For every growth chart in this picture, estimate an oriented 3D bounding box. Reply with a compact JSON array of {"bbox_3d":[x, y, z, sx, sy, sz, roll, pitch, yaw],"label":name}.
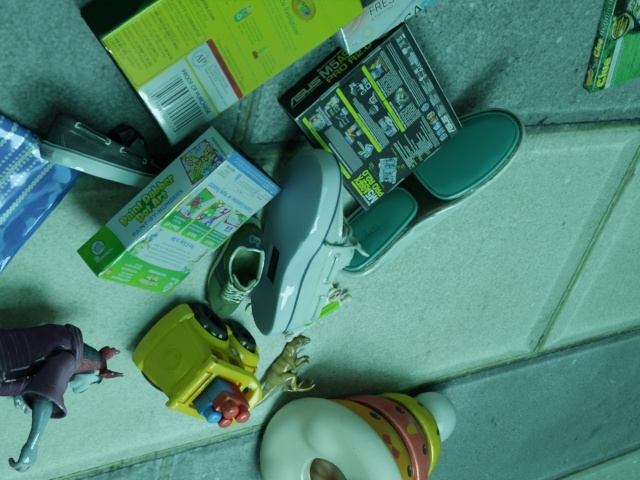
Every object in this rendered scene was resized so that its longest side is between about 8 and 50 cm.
[{"bbox_3d":[-0.051,0.093,1.598,0.172,0.021,0.237,-37,139,-3],"label":"growth chart"}]

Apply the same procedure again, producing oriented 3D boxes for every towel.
[{"bbox_3d":[-0.482,-0.072,1.094,0.243,0.040,0.336,-47,140,7],"label":"towel"}]

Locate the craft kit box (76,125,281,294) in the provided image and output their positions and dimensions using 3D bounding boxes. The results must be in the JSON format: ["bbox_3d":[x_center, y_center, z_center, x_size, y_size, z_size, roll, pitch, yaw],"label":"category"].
[{"bbox_3d":[-0.189,-0.032,1.273,0.246,0.061,0.250,-45,165,2],"label":"craft kit box"}]

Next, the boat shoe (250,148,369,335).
[{"bbox_3d":[0.003,0.007,1.443,0.156,0.136,0.367,-7,132,-29],"label":"boat shoe"}]

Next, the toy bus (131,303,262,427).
[{"bbox_3d":[-0.170,0.234,1.489,0.149,0.211,0.220,-48,141,7],"label":"toy bus"}]

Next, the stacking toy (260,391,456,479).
[{"bbox_3d":[0.136,0.429,1.908,0.480,0.350,0.351,-22,141,-50],"label":"stacking toy"}]

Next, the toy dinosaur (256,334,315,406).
[{"bbox_3d":[-0.080,0.266,1.719,0.112,0.064,0.211,30,96,-30],"label":"toy dinosaur"}]

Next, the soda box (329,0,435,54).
[{"bbox_3d":[0.092,-0.343,1.276,0.183,0.058,0.063,-33,140,-7],"label":"soda box"}]

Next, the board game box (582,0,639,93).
[{"bbox_3d":[0.558,-0.396,1.615,0.136,0.030,0.260,-21,137,-25],"label":"board game box"}]

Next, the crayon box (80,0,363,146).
[{"bbox_3d":[-0.115,-0.289,1.145,0.318,0.081,0.202,-35,141,-5],"label":"crayon box"}]

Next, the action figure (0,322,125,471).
[{"bbox_3d":[-0.455,0.161,1.258,0.370,0.248,0.276,-4,102,-34],"label":"action figure"}]

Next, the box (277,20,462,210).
[{"bbox_3d":[0.085,-0.196,1.406,0.216,0.060,0.270,-41,140,2],"label":"box"}]

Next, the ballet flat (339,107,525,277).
[{"bbox_3d":[0.183,-0.078,1.559,0.400,0.139,0.139,-40,141,7],"label":"ballet flat"}]

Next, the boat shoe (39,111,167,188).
[{"bbox_3d":[-0.268,-0.118,1.195,0.228,0.080,0.076,15,94,-50],"label":"boat shoe"}]

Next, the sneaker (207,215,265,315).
[{"bbox_3d":[-0.136,0.059,1.439,0.064,0.086,0.192,10,120,-21],"label":"sneaker"}]
